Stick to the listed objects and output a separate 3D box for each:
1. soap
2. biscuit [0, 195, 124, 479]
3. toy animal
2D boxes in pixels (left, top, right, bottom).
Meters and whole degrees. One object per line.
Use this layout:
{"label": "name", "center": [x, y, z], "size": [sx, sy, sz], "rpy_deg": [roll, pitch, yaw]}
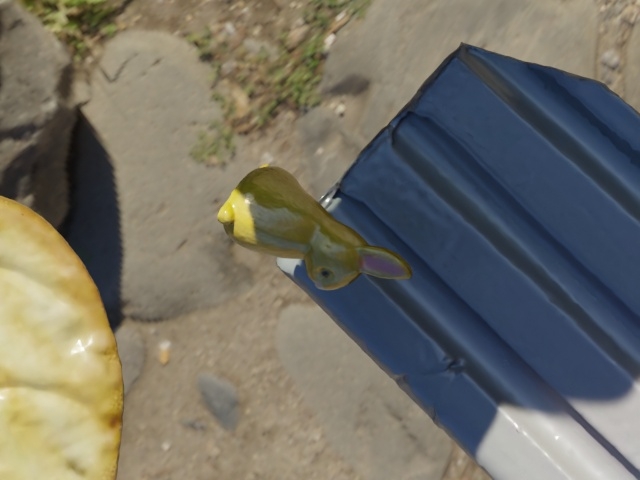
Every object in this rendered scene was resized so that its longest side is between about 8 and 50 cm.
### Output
{"label": "soap", "center": [0.228, 0.031, 1.380], "size": [0.435, 0.213, 0.350], "rpy_deg": [42, 108, 11]}
{"label": "biscuit", "center": [-0.226, 0.092, 0.958], "size": [0.260, 0.203, 0.041], "rpy_deg": [59, 157, -11]}
{"label": "toy animal", "center": [-0.002, 0.002, 1.212], "size": [0.159, 0.083, 0.070], "rpy_deg": [28, 113, 9]}
